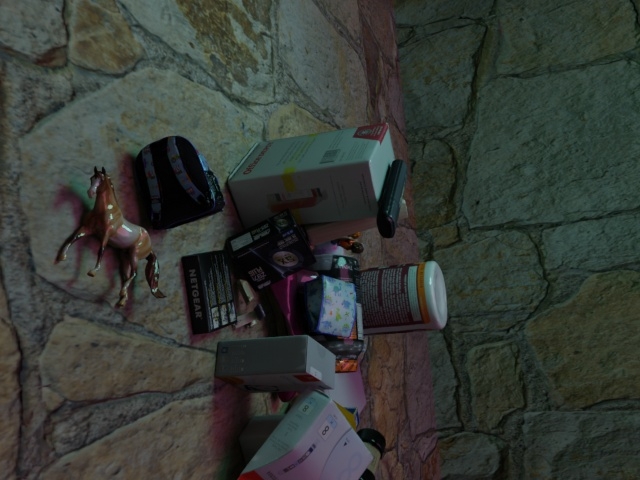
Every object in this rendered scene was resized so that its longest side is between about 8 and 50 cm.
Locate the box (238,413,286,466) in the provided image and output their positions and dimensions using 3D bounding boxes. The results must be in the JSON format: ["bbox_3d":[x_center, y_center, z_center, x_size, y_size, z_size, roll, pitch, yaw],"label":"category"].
[{"bbox_3d":[-0.129,0.490,1.631,0.102,0.101,0.087,-50,128,-65],"label":"box"}]

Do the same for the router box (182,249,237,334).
[{"bbox_3d":[-0.251,0.115,1.525,0.133,0.046,0.178,-10,92,-69],"label":"router box"}]

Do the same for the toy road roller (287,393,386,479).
[{"bbox_3d":[0.005,0.612,1.877,0.330,0.240,0.202,39,31,-5],"label":"toy road roller"}]

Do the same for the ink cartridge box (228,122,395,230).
[{"bbox_3d":[-0.012,-0.172,1.782,0.279,0.385,0.160,-64,144,-56],"label":"ink cartridge box"}]

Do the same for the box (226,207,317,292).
[{"bbox_3d":[-0.123,0.026,1.687,0.147,0.180,0.077,63,1,-43],"label":"box"}]

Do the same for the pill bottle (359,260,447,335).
[{"bbox_3d":[0.201,0.197,2.189,0.224,0.393,0.223,-7,90,-70],"label":"pill bottle"}]

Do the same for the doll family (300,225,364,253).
[{"bbox_3d":[0.023,-0.027,1.971,0.263,0.163,0.118,2,100,-29],"label":"doll family"}]

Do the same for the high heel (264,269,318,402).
[{"bbox_3d":[-0.121,0.242,1.811,0.181,0.127,0.376,15,73,-28],"label":"high heel"}]

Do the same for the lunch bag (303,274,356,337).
[{"bbox_3d":[0.027,0.184,1.798,0.129,0.096,0.151,16,58,-38],"label":"lunch bag"}]

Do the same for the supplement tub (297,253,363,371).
[{"bbox_3d":[0.021,0.221,1.971,0.207,0.207,0.337,29,57,-65],"label":"supplement tub"}]

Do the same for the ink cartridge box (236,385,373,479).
[{"bbox_3d":[-0.058,0.581,1.565,0.385,0.091,0.308,-51,137,-23],"label":"ink cartridge box"}]

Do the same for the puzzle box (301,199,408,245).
[{"bbox_3d":[0.059,-0.122,1.893,0.409,0.272,0.052,-114,-172,-64],"label":"puzzle box"}]

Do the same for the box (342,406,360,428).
[{"bbox_3d":[0.070,0.582,2.050,0.169,0.059,0.054,-48,130,-62],"label":"box"}]

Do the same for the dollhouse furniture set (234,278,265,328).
[{"bbox_3d":[-0.209,0.166,1.671,0.081,0.091,0.114,-19,76,-29],"label":"dollhouse furniture set"}]

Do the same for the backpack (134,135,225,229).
[{"bbox_3d":[-0.292,-0.122,1.369,0.117,0.158,0.173,-20,90,-77],"label":"backpack"}]

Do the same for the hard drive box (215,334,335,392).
[{"bbox_3d":[-0.103,0.297,1.585,0.181,0.232,0.089,47,40,-56],"label":"hard drive box"}]

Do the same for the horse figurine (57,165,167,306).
[{"bbox_3d":[-0.371,0.010,1.226,0.263,0.066,0.174,52,42,-49],"label":"horse figurine"}]

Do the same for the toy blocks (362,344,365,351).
[{"bbox_3d":[0.065,0.314,2.134,0.054,0.148,0.123,-40,120,-66],"label":"toy blocks"}]

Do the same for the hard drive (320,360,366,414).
[{"bbox_3d":[0.067,0.514,2.213,0.353,0.047,0.232,-31,111,-68],"label":"hard drive"}]

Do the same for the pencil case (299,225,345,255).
[{"bbox_3d":[0.000,0.000,2.131,0.124,0.114,0.273,-30,116,-28],"label":"pencil case"}]

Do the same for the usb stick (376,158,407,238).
[{"bbox_3d":[0.182,-0.109,1.666,0.278,0.045,0.077,-70,149,-51],"label":"usb stick"}]
